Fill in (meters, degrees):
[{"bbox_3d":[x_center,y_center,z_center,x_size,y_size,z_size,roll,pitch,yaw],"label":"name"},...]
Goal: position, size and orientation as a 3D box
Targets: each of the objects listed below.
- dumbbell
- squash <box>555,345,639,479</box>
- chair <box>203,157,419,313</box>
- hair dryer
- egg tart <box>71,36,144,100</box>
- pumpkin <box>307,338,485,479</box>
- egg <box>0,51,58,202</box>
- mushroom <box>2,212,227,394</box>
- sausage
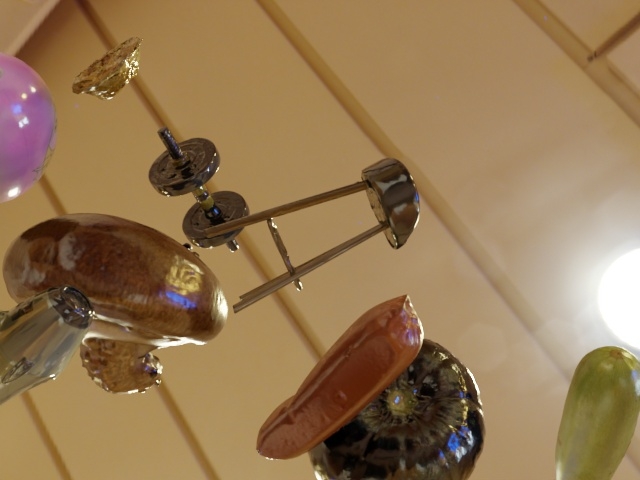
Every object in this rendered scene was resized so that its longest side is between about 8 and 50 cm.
[{"bbox_3d":[-0.237,-0.093,1.333,0.143,0.325,0.143,-13,-136,13],"label":"dumbbell"},{"bbox_3d":[0.465,0.335,1.146,0.118,0.118,0.370,16,-57,26],"label":"squash"},{"bbox_3d":[0.000,-0.001,0.709,0.221,0.095,0.104,-26,-116,2],"label":"chair"},{"bbox_3d":[-0.377,0.115,0.696,0.219,0.225,0.088,-61,-157,16],"label":"hair dryer"},{"bbox_3d":[-0.297,-0.243,0.971,0.129,0.129,0.049,-24,-59,22],"label":"egg tart"},{"bbox_3d":[0.125,0.314,1.152,0.315,0.238,0.315,-3,-131,3],"label":"pumpkin"},{"bbox_3d":[-0.499,-0.163,1.008,0.271,0.196,0.196,-29,-108,51],"label":"egg"},{"bbox_3d":[-0.307,0.109,1.041,0.345,0.345,0.260,5,-104,26],"label":"mushroom"},{"bbox_3d":[0.023,0.210,0.952,0.094,0.097,0.348,45,-62,11],"label":"sausage"}]
